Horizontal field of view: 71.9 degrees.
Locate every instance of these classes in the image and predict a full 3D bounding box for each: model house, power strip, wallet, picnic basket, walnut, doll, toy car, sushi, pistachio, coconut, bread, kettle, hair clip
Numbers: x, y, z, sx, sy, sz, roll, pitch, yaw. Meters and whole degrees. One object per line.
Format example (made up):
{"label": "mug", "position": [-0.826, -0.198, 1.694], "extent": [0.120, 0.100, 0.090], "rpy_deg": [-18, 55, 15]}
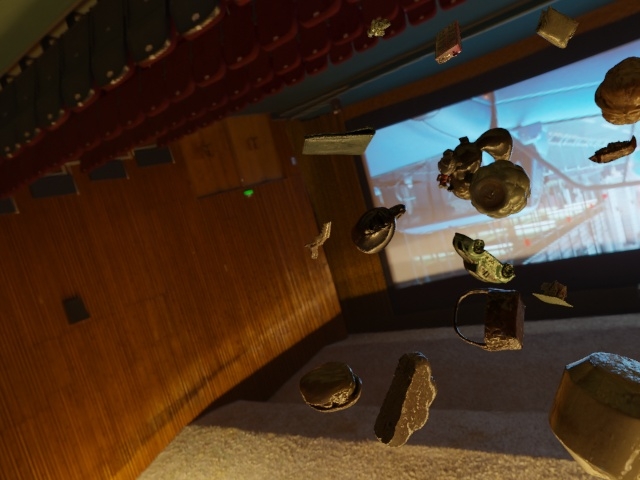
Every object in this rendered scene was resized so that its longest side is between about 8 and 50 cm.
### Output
{"label": "model house", "position": [1.150, 0.255, 2.164], "extent": [0.117, 0.088, 0.167], "rpy_deg": [28, 171, -16]}
{"label": "power strip", "position": [0.549, -0.854, 1.896], "extent": [0.109, 0.037, 0.279], "rpy_deg": [-26, -145, 36]}
{"label": "wallet", "position": [0.068, -0.409, 1.837], "extent": [0.290, 0.054, 0.251], "rpy_deg": [-2, 175, -6]}
{"label": "picnic basket", "position": [0.778, 0.366, 2.074], "extent": [0.337, 0.293, 0.337], "rpy_deg": [12, 162, 4]}
{"label": "walnut", "position": [1.032, -0.496, 1.473], "extent": [0.198, 0.198, 0.245], "rpy_deg": [-10, -139, 53]}
{"label": "doll", "position": [0.837, -0.363, 2.303], "extent": [0.378, 0.382, 0.252], "rpy_deg": [-18, -134, 19]}
{"label": "toy car", "position": [0.650, 0.085, 1.801], "extent": [0.125, 0.305, 0.136], "rpy_deg": [-56, -161, 0]}
{"label": "sushi", "position": [0.855, -0.261, 1.290], "extent": [0.120, 0.055, 0.052], "rpy_deg": [-21, -150, 44]}
{"label": "pistachio", "position": [0.037, 0.593, 1.802], "extent": [0.288, 0.166, 0.197], "rpy_deg": [-17, -143, 31]}
{"label": "coconut", "position": [0.750, 0.461, 1.119], "extent": [0.322, 0.323, 0.323], "rpy_deg": [-16, -175, 1]}
{"label": "bread", "position": [0.316, 0.563, 1.558], "extent": [0.183, 0.338, 0.102], "rpy_deg": [20, 180, -36]}
{"label": "kettle", "position": [0.310, -0.089, 2.234], "extent": [0.268, 0.207, 0.290], "rpy_deg": [-31, 168, -19]}
{"label": "doll", "position": [0.601, -0.337, 2.114], "extent": [0.093, 0.180, 0.079], "rpy_deg": [11, -175, -4]}
{"label": "hair clip", "position": [0.000, 0.000, 1.660], "extent": [0.034, 0.072, 0.226], "rpy_deg": [-20, 165, -31]}

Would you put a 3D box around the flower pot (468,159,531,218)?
{"label": "flower pot", "position": [0.735, -0.209, 1.814], "extent": [0.246, 0.246, 0.195], "rpy_deg": [-12, -172, 44]}

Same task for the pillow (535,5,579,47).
{"label": "pillow", "position": [1.130, -1.026, 2.123], "extent": [0.181, 0.134, 0.078], "rpy_deg": [26, 180, -8]}

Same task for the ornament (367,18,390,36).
{"label": "ornament", "position": [0.228, -0.836, 1.733], "extent": [0.092, 0.068, 0.041], "rpy_deg": [-48, -166, 55]}
